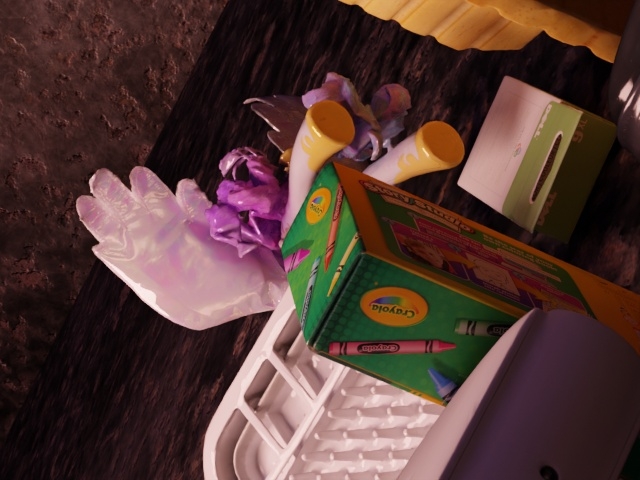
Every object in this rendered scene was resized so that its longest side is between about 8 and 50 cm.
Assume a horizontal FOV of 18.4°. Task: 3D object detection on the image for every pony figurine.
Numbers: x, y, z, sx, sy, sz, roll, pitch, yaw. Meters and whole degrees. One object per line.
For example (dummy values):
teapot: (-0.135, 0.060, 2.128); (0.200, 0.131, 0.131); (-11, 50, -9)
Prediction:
pony figurine: (0.000, 0.000, 1.784); (0.303, 0.351, 0.363); (-32, -10, -31)

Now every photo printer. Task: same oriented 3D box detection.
photo printer: (0.066, 0.214, 1.152); (0.307, 0.107, 0.256); (-56, -3, -44)

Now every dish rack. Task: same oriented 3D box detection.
dish rack: (0.054, 0.187, 1.555); (0.333, 0.072, 0.285); (52, 123, 37)

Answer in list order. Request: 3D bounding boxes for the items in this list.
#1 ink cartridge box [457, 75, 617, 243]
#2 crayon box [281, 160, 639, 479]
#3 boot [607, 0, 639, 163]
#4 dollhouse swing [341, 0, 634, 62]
ink cartridge box: (0.191, -0.066, 1.665); (0.109, 0.062, 0.209); (-66, 16, 7)
crayon box: (0.119, 0.057, 1.337); (0.081, 0.278, 0.165); (-62, 16, 17)
boot: (0.207, -0.315, 1.316); (0.367, 0.146, 0.445); (-55, 52, 21)
dollhouse swing: (0.095, -0.191, 1.534); (0.305, 0.347, 0.315); (-50, 27, 43)
